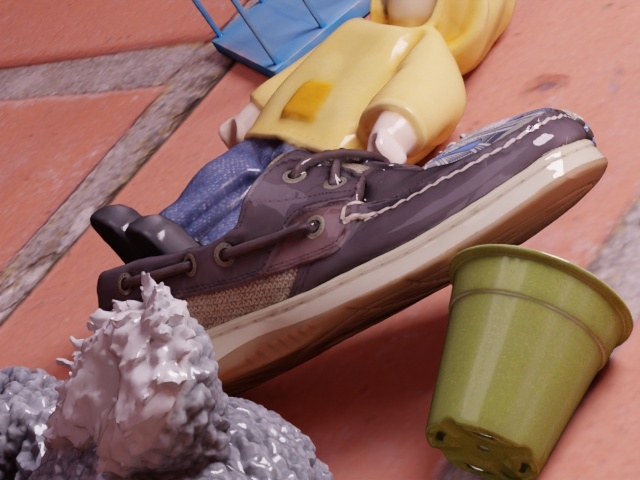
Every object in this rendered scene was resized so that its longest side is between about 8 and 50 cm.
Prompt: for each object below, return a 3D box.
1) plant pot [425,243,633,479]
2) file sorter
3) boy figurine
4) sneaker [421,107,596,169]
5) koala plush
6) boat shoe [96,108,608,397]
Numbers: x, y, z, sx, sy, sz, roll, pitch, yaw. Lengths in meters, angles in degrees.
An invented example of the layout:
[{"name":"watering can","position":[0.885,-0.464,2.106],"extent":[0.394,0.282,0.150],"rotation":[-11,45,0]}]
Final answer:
[{"name":"plant pot","position":[0.081,0.057,0.827],"extent":[0.083,0.083,0.079],"rotation":[-5,53,45]},{"name":"file sorter","position":[-0.010,-0.207,1.314],"extent":[0.170,0.104,0.118],"rotation":[-40,28,-9]},{"name":"boy figurine","position":[0.011,-0.073,1.093],"extent":[0.285,0.092,0.177],"rotation":[-46,26,-13]},{"name":"sneaker","position":[0.076,-0.027,0.998],"extent":[0.135,0.052,0.058],"rotation":[-25,18,6]},{"name":"koala plush","position":[-0.075,0.111,0.660],"extent":[0.221,0.196,0.203],"rotation":[-26,13,43]},{"name":"boat shoe","position":[0.000,0.000,0.932],"extent":[0.285,0.092,0.103],"rotation":[-29,-9,31]}]
